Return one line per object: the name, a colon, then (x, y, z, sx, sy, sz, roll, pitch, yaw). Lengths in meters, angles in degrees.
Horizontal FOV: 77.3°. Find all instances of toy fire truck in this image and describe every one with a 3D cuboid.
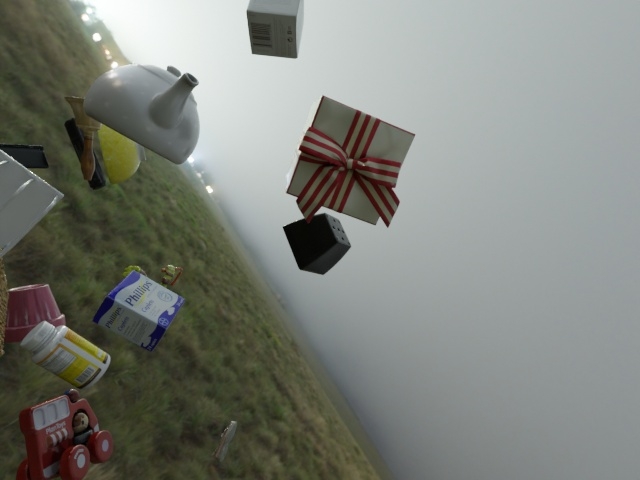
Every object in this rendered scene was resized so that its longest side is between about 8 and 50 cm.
toy fire truck: (-0.814, 0.618, 1.279, 0.302, 0.170, 0.253, 64, 13, -83)

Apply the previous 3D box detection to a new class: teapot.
teapot: (-0.369, -0.300, 0.884, 0.256, 0.186, 0.252, 28, -1, 5)

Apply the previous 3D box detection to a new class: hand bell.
hand bell: (-0.714, -0.307, 1.232, 0.126, 0.126, 0.241, -147, -118, -68)

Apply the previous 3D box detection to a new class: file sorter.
file sorter: (-0.776, -0.110, 0.894, 0.277, 0.192, 0.173, 45, -10, -32)

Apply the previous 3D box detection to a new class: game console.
game console: (-0.886, -0.245, 1.173, 0.107, 0.122, 0.071, 5, -80, 38)

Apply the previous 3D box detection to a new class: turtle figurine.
turtle figurine: (-0.523, 0.178, 1.208, 0.087, 0.269, 0.217, 25, -17, 23)

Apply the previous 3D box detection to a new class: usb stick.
usb stick: (-0.905, -0.335, 1.543, 0.277, 0.077, 0.045, 71, 22, -7)

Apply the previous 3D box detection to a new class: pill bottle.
pill bottle: (-0.726, 0.324, 1.143, 0.215, 0.117, 0.117, 51, -5, -28)

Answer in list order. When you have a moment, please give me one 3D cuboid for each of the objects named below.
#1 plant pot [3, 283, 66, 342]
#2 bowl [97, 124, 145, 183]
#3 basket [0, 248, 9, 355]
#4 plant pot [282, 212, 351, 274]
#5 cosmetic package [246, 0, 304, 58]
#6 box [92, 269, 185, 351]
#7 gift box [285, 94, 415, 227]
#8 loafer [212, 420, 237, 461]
plant pot: (-1.072, 0.261, 1.482, 0.201, 0.202, 0.180, -166, -110, -76)
bowl: (-0.841, -0.391, 1.711, 0.289, 0.156, 0.289, 169, -90, -69)
basket: (-1.006, 0.177, 1.100, 0.299, 0.214, 0.222, -53, -134, 42)
plant pot: (0.000, 0.000, 1.489, 0.188, 0.167, 0.187, 19, 43, -58)
cosmetic package: (-0.135, -0.698, 1.253, 0.151, 0.152, 0.183, 95, 1, -64)
box: (-0.387, 0.149, 0.867, 0.137, 0.072, 0.126, 32, 17, -11)
gift box: (0.059, -0.173, 0.963, 0.258, 0.256, 0.276, -111, -143, -73)
loafer: (-0.314, 0.649, 1.302, 0.039, 0.125, 0.045, 15, -17, 19)
